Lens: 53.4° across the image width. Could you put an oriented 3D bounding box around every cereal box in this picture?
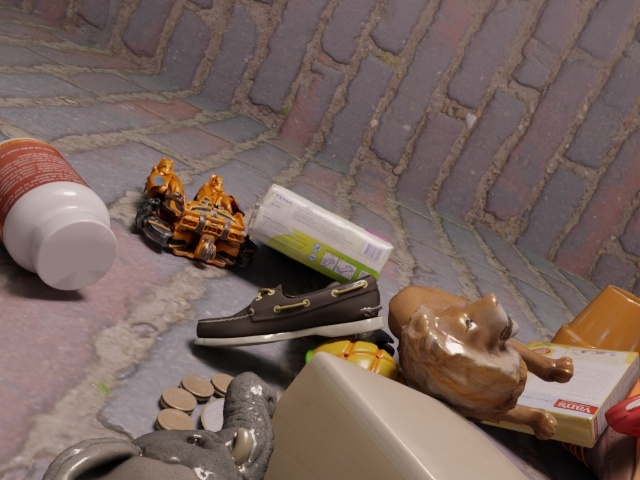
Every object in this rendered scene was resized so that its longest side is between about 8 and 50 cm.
[{"bbox_3d":[0.352,0.217,0.946,0.173,0.047,0.240,2,14,40],"label":"cereal box"}]

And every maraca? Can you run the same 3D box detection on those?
[{"bbox_3d":[0.056,0.182,0.730,0.127,0.099,0.186,-2,38,-48],"label":"maraca"}]

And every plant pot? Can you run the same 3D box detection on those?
[{"bbox_3d":[0.662,0.211,1.440,0.205,0.187,0.205,24,15,-7],"label":"plant pot"}]

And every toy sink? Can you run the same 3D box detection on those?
[{"bbox_3d":[0.069,0.214,0.533,0.234,0.131,0.153,32,8,-45],"label":"toy sink"}]

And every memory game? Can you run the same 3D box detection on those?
[{"bbox_3d":[-0.075,0.193,0.641,0.186,0.012,0.186,24,14,-7],"label":"memory game"}]

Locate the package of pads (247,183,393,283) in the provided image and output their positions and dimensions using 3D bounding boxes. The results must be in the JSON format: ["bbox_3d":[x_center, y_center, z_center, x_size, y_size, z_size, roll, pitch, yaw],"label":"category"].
[{"bbox_3d":[0.000,0.000,1.119,0.229,0.101,0.296,27,-2,2],"label":"package of pads"}]

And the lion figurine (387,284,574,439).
[{"bbox_3d":[0.164,0.130,0.824,0.240,0.142,0.392,22,-1,-13],"label":"lion figurine"}]

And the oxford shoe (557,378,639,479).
[{"bbox_3d":[0.406,0.302,0.922,0.133,0.129,0.364,-3,12,21],"label":"oxford shoe"}]

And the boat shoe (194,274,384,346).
[{"bbox_3d":[-0.040,0.086,0.767,0.228,0.068,0.081,-7,-4,-1],"label":"boat shoe"}]

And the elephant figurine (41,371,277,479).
[{"bbox_3d":[-0.095,0.185,0.380,0.186,0.169,0.239,40,5,-43],"label":"elephant figurine"}]

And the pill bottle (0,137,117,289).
[{"bbox_3d":[-0.334,-0.033,0.777,0.121,0.121,0.216,10,22,-46],"label":"pill bottle"}]

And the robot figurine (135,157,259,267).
[{"bbox_3d":[-0.214,-0.049,1.096,0.211,0.085,0.291,17,17,-27],"label":"robot figurine"}]

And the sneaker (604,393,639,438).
[{"bbox_3d":[0.467,0.255,0.777,0.222,0.087,0.128,2,53,-10],"label":"sneaker"}]

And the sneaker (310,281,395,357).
[{"bbox_3d":[0.033,0.129,0.917,0.130,0.087,0.227,48,-2,-2],"label":"sneaker"}]
